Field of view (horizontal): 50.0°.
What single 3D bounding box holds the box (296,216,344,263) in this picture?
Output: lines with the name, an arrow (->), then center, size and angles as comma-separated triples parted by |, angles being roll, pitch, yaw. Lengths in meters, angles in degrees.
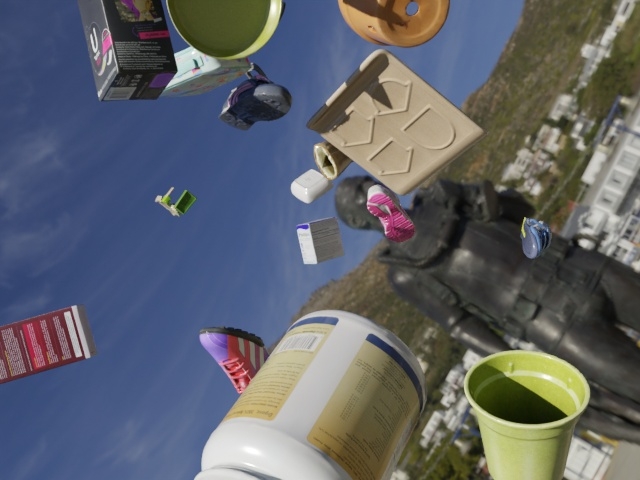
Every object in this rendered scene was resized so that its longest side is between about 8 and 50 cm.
box -> 0.000, 0.000, 2.311 | 0.126, 0.072, 0.137 | -16, -83, -38

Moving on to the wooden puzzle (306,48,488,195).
wooden puzzle -> 0.186, -0.289, 1.698 | 0.322, 0.348, 0.080 | -38, 26, 48

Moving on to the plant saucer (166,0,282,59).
plant saucer -> -0.196, -0.490, 1.393 | 0.241, 0.037, 0.241 | -6, -74, -22

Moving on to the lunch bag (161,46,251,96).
lunch bag -> -0.358, -0.509, 2.020 | 0.224, 0.279, 0.108 | -22, -85, -62

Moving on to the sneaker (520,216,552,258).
sneaker -> 0.441, -0.006, 1.390 | 0.144, 0.059, 0.053 | -64, -16, -62

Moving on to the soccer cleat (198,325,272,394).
soccer cleat -> -0.162, 0.283, 1.512 | 0.318, 0.109, 0.116 | 48, -134, -50

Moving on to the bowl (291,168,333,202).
bowl -> -0.037, -0.218, 2.643 | 0.142, 0.142, 0.053 | -35, -50, -17

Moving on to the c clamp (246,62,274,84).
c clamp -> -0.194, -0.517, 2.227 | 0.022, 0.161, 0.137 | -46, -61, -12

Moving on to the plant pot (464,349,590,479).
plant pot -> 0.484, 0.442, 1.620 | 0.276, 0.276, 0.254 | -36, -53, -44

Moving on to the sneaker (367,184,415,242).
sneaker -> 0.238, -0.097, 2.304 | 0.252, 0.103, 0.111 | 53, -159, -37

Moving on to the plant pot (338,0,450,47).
plant pot -> 0.211, -0.635, 1.800 | 0.291, 0.203, 0.291 | -8, -55, -12

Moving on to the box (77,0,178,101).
box -> -0.442, -0.472, 1.559 | 0.143, 0.270, 0.165 | -9, -9, -34

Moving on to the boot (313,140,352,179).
boot -> 0.050, -0.356, 2.430 | 0.089, 0.236, 0.269 | -31, 4, 34

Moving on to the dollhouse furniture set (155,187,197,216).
dollhouse furniture set -> -0.396, -0.110, 1.896 | 0.076, 0.152, 0.058 | 40, -104, -24

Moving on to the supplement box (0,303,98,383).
supplement box -> -0.661, 0.243, 1.606 | 0.239, 0.130, 0.073 | -15, -1, -6

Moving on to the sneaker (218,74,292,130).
sneaker -> -0.159, -0.372, 1.736 | 0.112, 0.319, 0.131 | 28, -105, -30

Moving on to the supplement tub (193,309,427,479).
supplement tub -> -0.013, 0.268, 0.907 | 0.316, 0.228, 0.228 | -51, -23, -44

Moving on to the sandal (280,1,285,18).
sandal -> -0.171, -0.686, 2.179 | 0.179, 0.040, 0.067 | -42, 31, 32
